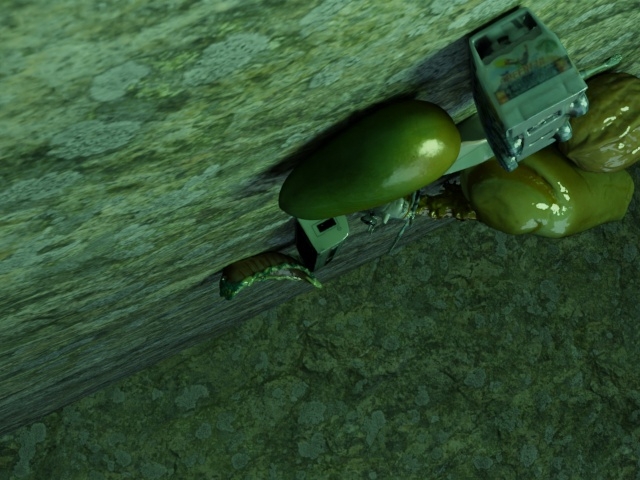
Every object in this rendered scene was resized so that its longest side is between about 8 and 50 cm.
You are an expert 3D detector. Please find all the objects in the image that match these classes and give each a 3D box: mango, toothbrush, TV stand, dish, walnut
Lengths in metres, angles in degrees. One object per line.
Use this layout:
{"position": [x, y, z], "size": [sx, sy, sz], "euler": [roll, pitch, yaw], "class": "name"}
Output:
{"position": [0.062, -0.093, 0.980], "size": [0.251, 0.114, 0.156], "euler": [-31, 179, 26], "class": "mango"}
{"position": [0.470, -0.299, 1.383], "size": [0.219, 0.016, 0.019], "euler": [-24, 172, -18], "class": "toothbrush"}
{"position": [-0.066, 0.069, 2.024], "size": [0.040, 0.049, 0.256], "euler": [-26, 174, 4], "class": "TV stand"}
{"position": [0.279, -0.183, 1.338], "size": [0.154, 0.064, 0.234], "euler": [-32, 172, 41], "class": "dish"}
{"position": [0.582, -0.236, 1.535], "size": [0.213, 0.213, 0.213], "euler": [-26, 173, -3], "class": "walnut"}

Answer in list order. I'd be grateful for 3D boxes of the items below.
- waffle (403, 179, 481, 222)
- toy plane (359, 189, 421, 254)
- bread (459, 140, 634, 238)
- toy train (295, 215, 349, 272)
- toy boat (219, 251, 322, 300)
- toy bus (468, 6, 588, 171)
{"position": [0.371, -0.105, 1.902], "size": [0.259, 0.069, 0.293], "euler": [8, -162, 33], "class": "waffle"}
{"position": [0.138, -0.076, 1.669], "size": [0.273, 0.107, 0.182], "euler": [-124, -125, -72], "class": "toy plane"}
{"position": [0.487, -0.144, 1.690], "size": [0.341, 0.300, 0.210], "euler": [-13, 125, -28], "class": "bread"}
{"position": [0.000, 0.000, 1.608], "size": [0.088, 0.086, 0.407], "euler": [-31, 174, -7], "class": "toy train"}
{"position": [-0.111, 0.076, 1.689], "size": [0.108, 0.099, 0.292], "euler": [-30, 163, 39], "class": "toy boat"}
{"position": [0.251, -0.177, 0.959], "size": [0.109, 0.136, 0.329], "euler": [-30, 172, 9], "class": "toy bus"}
